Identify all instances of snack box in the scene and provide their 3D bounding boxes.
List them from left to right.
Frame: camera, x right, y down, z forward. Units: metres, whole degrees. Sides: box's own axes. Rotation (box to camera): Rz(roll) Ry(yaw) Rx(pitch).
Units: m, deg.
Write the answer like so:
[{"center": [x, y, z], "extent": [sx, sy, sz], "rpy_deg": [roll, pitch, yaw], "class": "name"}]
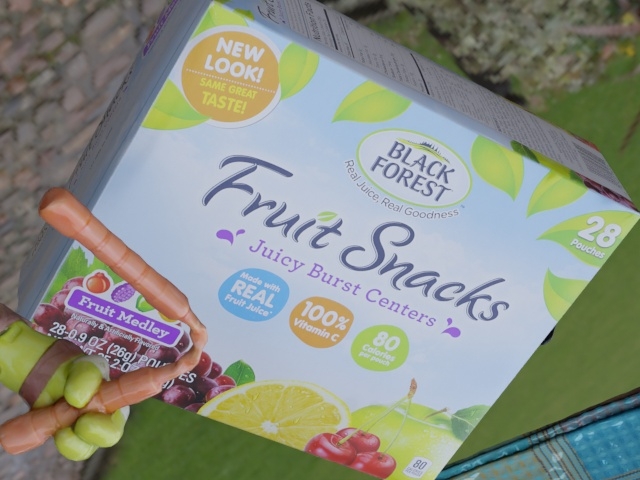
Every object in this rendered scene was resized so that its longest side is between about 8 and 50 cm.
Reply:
[{"center": [0.000, 0.000, 0.551], "extent": [0.207, 0.070, 0.174], "rpy_deg": [24, 115, -24], "class": "snack box"}]

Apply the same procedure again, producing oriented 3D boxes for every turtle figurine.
[{"center": [-0.184, 0.014, 0.437], "extent": [0.217, 0.269, 0.087], "rpy_deg": [-57, -174, 27], "class": "turtle figurine"}]

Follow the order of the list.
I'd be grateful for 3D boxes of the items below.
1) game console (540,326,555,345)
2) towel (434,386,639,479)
[{"center": [0.198, 0.069, 1.264], "extent": [0.107, 0.071, 0.122], "rpy_deg": [89, 19, -55], "class": "game console"}, {"center": [0.259, 0.313, 1.317], "extent": [0.370, 0.271, 0.040], "rpy_deg": [-26, -168, 27], "class": "towel"}]
